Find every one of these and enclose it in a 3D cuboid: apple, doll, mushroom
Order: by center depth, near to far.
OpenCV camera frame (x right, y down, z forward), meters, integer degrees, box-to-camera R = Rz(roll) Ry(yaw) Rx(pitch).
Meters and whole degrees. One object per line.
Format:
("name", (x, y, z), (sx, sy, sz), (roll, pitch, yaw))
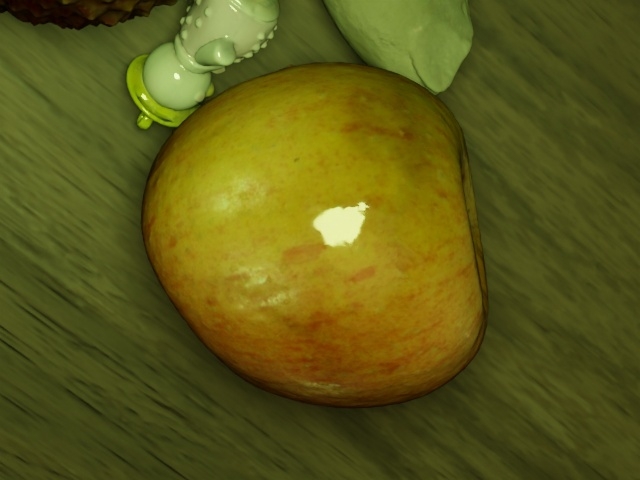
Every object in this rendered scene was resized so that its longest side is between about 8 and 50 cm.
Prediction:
("apple", (0.000, 0.000, 1.327), (0.275, 0.299, 0.299), (-14, 108, 6))
("mushroom", (0.023, -0.282, 1.341), (0.128, 0.128, 0.350), (-36, 105, -3))
("doll", (-0.096, -0.170, 1.342), (0.081, 0.129, 0.207), (31, 117, -25))

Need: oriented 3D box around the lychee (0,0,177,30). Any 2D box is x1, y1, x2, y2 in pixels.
("lychee", (-0.178, -0.286, 1.232), (0.267, 0.267, 0.268), (-3, 105, -13))
